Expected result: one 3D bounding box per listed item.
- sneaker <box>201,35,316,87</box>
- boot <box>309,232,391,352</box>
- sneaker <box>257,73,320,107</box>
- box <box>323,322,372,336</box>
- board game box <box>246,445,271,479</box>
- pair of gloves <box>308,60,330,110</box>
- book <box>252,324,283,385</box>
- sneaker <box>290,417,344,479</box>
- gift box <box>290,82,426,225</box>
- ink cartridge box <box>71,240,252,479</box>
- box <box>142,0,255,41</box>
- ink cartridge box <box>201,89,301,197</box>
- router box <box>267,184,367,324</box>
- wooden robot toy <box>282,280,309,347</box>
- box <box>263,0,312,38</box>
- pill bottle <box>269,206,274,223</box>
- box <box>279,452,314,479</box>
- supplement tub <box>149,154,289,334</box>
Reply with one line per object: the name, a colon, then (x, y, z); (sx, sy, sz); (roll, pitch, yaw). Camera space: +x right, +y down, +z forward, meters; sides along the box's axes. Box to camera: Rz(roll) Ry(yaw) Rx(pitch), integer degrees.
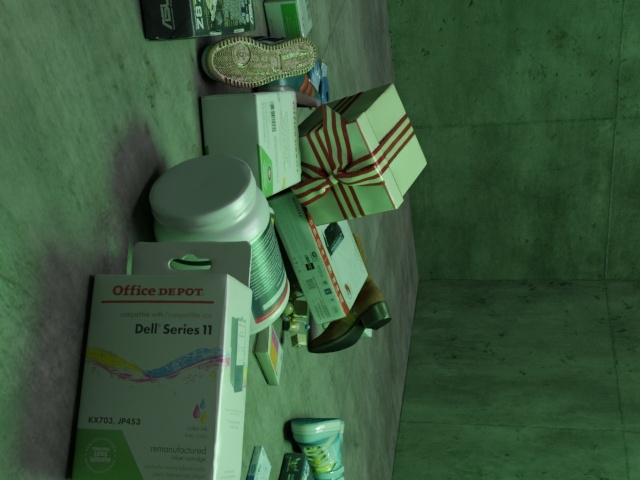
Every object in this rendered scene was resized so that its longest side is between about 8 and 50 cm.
sneaker: (-0.157, -0.365, 1.653); (0.282, 0.153, 0.099); (-17, 111, -44)
boot: (0.040, 0.153, 2.290); (0.096, 0.264, 0.280); (15, 45, -53)
sneaker: (-0.067, -0.382, 1.946); (0.302, 0.108, 0.120); (-14, 107, -74)
box: (0.089, 0.197, 2.516); (0.181, 0.119, 0.181); (48, 44, -69)
board game box: (-0.136, 0.519, 1.812); (0.090, 0.020, 0.090); (-76, 159, -44)
pair of gloves: (-0.005, -0.448, 2.371); (0.198, 0.023, 0.159); (-7, 98, -75)
book: (-0.115, 0.258, 1.885); (0.144, 0.035, 0.096); (74, 18, -48)
sneaker: (-0.001, 0.570, 2.135); (0.319, 0.127, 0.208); (42, 48, -70)
gift box: (0.054, -0.203, 1.860); (0.276, 0.255, 0.258); (59, 39, -18)
ink cartridge box: (-0.213, 0.158, 1.141); (0.119, 0.207, 0.353); (49, 41, -71)
box: (-0.216, -0.548, 1.393); (0.318, 0.097, 0.394); (-55, 142, -69)
ink cartridge box: (-0.133, -0.199, 1.655); (0.278, 0.117, 0.201); (-40, 128, -72)
router box: (0.000, 0.000, 2.070); (0.301, 0.082, 0.335); (-54, 124, -67)
wooden robot toy: (-0.077, 0.177, 2.021); (0.079, 0.076, 0.173); (11, 76, -40)
box: (-0.077, -0.543, 1.955); (0.102, 0.087, 0.101); (-70, 155, -53)
pill bottle: (-0.150, 0.039, 1.580); (0.117, 0.117, 0.214); (23, 67, -75)
box: (-0.065, 0.671, 2.008); (0.232, 0.059, 0.183); (-74, 160, -47)
supplement tub: (-0.166, 0.014, 1.366); (0.191, 0.191, 0.272); (-75, 159, -47)
